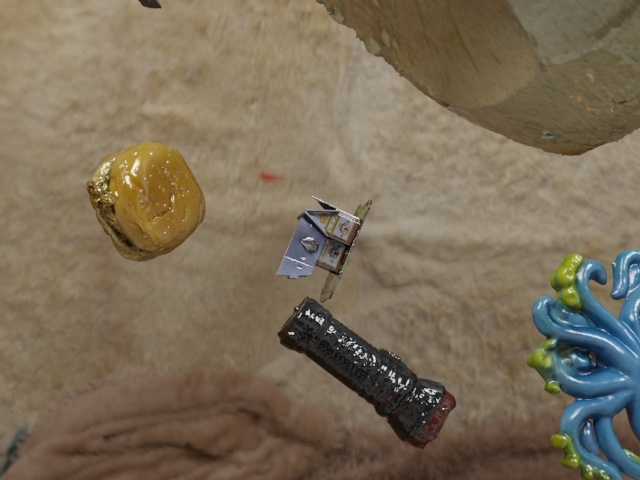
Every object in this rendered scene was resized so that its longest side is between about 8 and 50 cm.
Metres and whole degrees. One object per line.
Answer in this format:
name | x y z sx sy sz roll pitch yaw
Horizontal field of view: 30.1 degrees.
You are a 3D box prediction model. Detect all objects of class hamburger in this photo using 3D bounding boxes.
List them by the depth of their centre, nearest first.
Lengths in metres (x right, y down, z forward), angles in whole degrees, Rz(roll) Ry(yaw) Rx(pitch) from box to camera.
hamburger | -0.213 -0.051 1.466 0.083 0.147 0.138 -22 105 38

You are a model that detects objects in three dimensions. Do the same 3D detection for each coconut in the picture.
coconut | 0.183 -0.241 0.913 0.360 0.346 0.346 17 117 -46

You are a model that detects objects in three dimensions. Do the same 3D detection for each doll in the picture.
doll | 0.438 0.175 1.641 0.341 0.099 0.346 31 70 -10

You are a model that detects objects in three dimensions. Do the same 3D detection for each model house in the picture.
model house | 0.000 0.000 1.771 0.088 0.117 0.167 24 84 -7

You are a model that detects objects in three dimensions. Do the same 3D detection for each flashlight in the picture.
flashlight | 0.056 0.158 1.465 0.232 0.093 0.093 39 108 -2

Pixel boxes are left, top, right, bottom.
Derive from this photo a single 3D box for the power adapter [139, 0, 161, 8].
power adapter | -0.187 -0.296 1.057 0.125 0.130 0.205 11 156 35
